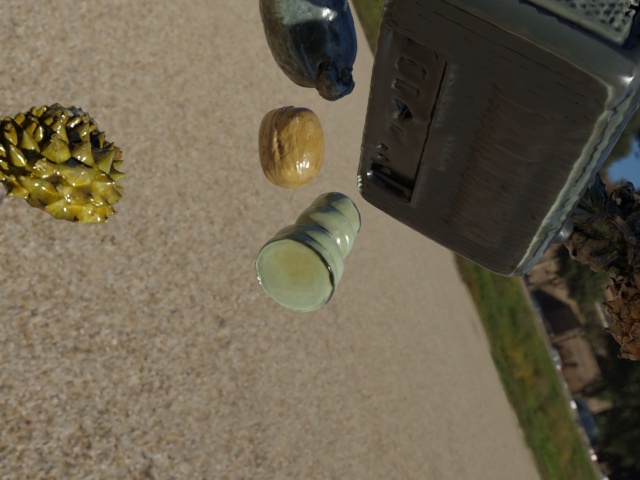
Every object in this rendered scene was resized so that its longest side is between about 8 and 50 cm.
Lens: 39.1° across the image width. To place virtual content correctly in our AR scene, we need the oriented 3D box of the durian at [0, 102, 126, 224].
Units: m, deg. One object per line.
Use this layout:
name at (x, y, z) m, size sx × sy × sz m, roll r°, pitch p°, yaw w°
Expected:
durian at (-0.235, -0.088, 0.882) m, size 0.140 × 0.078 × 0.224 m, roll 38°, pitch 17°, yaw 2°

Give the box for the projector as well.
projector at (0.234, -0.218, 0.888) m, size 0.242 × 0.405 × 0.395 m, roll 30°, pitch -24°, yaw 11°

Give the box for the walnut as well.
walnut at (-0.069, -0.222, 2.151) m, size 0.165 × 0.165 × 0.197 m, roll -18°, pitch 100°, yaw -80°

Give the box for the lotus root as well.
lotus root at (-0.029, -0.431, 1.691) m, size 0.175 × 0.174 × 0.350 m, roll -97°, pitch 173°, yaw -54°

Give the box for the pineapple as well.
pineapple at (0.485, 0.021, 1.429) m, size 0.271 × 0.262 × 0.262 m, roll 45°, pitch 14°, yaw -7°

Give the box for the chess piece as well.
chess piece at (0.000, 0.000, 1.475) m, size 0.133 × 0.133 × 0.243 m, roll 66°, pitch 30°, yaw -19°
